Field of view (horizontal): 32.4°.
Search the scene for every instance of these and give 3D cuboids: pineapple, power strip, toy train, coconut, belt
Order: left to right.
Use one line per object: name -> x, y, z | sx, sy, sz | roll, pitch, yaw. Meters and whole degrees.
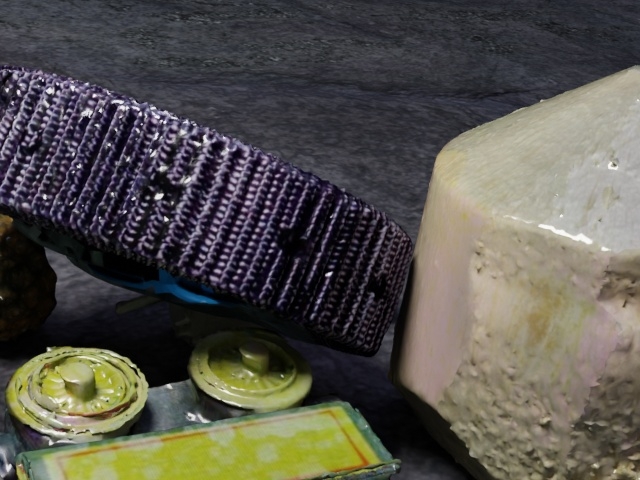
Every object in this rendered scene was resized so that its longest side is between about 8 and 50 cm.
pineapple -> -0.334, 0.047, 0.836 | 0.251, 0.125, 0.125 | -16, 35, -31
belt -> -0.097, -0.018, 0.763 | 0.325, 0.122, 0.260 | 20, -8, 1
toy train -> -0.083, 0.151, 0.666 | 0.261, 0.134, 0.177 | -6, 34, -28
power strip -> -0.091, 0.044, 0.929 | 0.175, 0.075, 0.042 | -11, 31, -33
coconut -> 0.207, 0.031, 0.770 | 0.298, 0.309, 0.297 | 8, 28, -4

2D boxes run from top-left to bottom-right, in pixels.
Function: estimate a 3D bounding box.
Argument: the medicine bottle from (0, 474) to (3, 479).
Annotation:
medicine bottle -> -0.299, 0.115, 0.566 | 0.211, 0.211, 0.371 | -11, 26, -33
